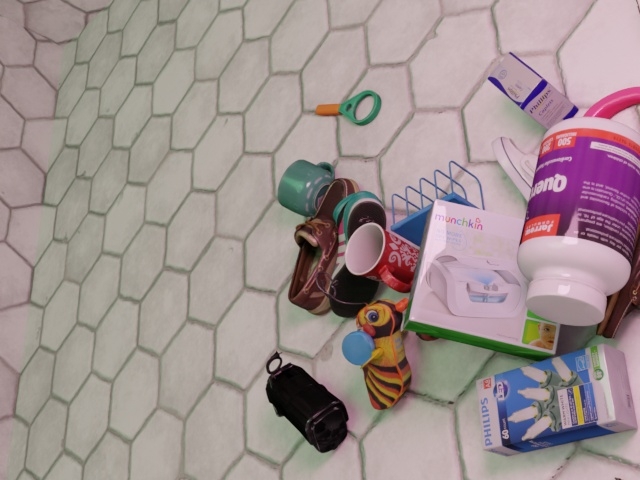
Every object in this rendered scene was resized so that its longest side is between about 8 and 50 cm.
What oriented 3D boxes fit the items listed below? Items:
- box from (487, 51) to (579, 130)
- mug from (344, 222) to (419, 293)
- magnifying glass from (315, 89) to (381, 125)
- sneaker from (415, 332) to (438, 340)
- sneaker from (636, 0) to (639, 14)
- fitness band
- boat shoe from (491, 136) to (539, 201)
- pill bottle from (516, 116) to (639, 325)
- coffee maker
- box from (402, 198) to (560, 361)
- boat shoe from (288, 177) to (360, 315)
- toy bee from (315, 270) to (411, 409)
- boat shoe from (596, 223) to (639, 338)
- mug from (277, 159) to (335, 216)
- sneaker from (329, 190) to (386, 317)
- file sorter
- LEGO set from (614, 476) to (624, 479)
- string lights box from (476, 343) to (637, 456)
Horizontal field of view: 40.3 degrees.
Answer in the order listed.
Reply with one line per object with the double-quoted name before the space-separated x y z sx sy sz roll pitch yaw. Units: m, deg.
"box" 0.423 -0.291 1.736 0.072 0.137 0.126 -51 41 16
"mug" 0.149 0.060 1.838 0.113 0.169 0.150 -26 53 38
"magnifying glass" 0.069 -0.341 2.257 0.231 0.026 0.092 7 76 51
"sneaker" 0.285 0.095 1.721 0.276 0.097 0.135 -56 37 9
"sneaker" 0.652 -0.510 1.625 0.147 0.130 0.330 -18 58 25
"fitness band" 0.562 -0.152 1.572 0.209 0.054 0.291 -33 48 34
"boat shoe" 0.426 -0.122 1.694 0.084 0.095 0.258 -43 54 20
"pill bottle" 0.431 -0.031 1.448 0.181 0.181 0.323 -8 57 47
"coffee maker" -0.037 0.355 1.895 0.120 0.171 0.178 -50 40 -8
"box" 0.303 0.074 1.581 0.127 0.262 0.231 92 -167 -77
"boat shoe" 0.000 0.000 2.076 0.123 0.123 0.342 6 76 50
"toy bee" 0.118 0.190 1.762 0.162 0.298 0.195 -24 22 30
"boat shoe" 0.530 0.073 1.476 0.073 0.073 0.207 21 92 10
"mug" -0.023 -0.136 2.169 0.097 0.129 0.158 28 85 30
"sneaker" 0.079 0.013 1.986 0.178 0.123 0.295 -88 11 -65
"file sorter" 0.247 -0.074 1.842 0.170 0.118 0.104 -30 46 36
"LEGO set" 0.472 0.423 1.401 0.083 0.023 0.054 -45 43 4
"string lights box" 0.401 0.281 1.508 0.259 0.076 0.133 -26 54 39
